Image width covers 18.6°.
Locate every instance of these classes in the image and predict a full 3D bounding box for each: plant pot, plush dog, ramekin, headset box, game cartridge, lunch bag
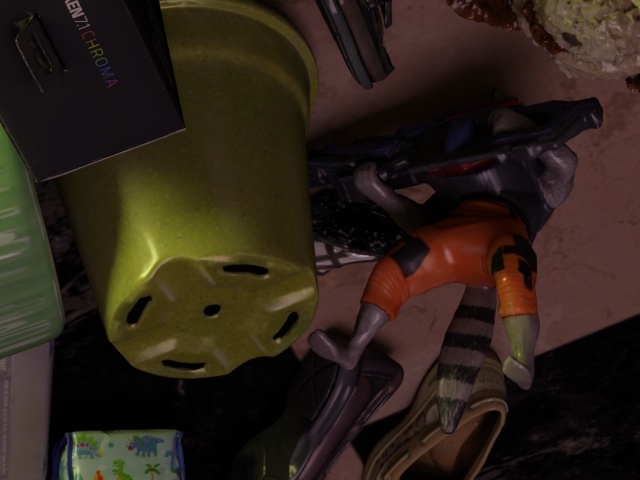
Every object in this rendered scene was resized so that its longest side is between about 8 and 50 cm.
[{"bbox_3d":[-0.112,-0.031,1.690,0.276,0.254,0.276,-10,143,-7],"label":"plant pot"},{"bbox_3d":[0.229,-0.222,1.561,0.262,0.210,0.225,27,143,7],"label":"plush dog"},{"bbox_3d":[-0.319,-0.031,1.653,0.148,0.303,0.303,-15,133,-10],"label":"ramekin"},{"bbox_3d":[-0.216,-0.222,1.508,0.131,0.283,0.246,-20,133,4],"label":"headset box"},{"bbox_3d":[-0.385,0.154,1.960,0.230,0.068,0.355,-3,132,-16],"label":"game cartridge"},{"bbox_3d":[-0.215,0.250,2.062,0.129,0.096,0.151,1,160,-14],"label":"lunch bag"}]

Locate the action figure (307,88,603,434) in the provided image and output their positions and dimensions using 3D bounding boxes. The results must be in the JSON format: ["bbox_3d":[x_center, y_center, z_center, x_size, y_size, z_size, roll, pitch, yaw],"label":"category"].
[{"bbox_3d":[0.105,-0.004,1.789,0.341,0.330,0.178,-4,135,34],"label":"action figure"}]

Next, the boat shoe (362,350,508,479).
[{"bbox_3d":[0.122,0.242,2.134,0.105,0.089,0.285,7,130,-19],"label":"boat shoe"}]

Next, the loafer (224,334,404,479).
[{"bbox_3d":[-0.013,0.232,2.087,0.095,0.109,0.302,14,124,-29],"label":"loafer"}]

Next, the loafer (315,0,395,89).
[{"bbox_3d":[0.024,-0.244,1.677,0.084,0.096,0.267,-26,130,2],"label":"loafer"}]

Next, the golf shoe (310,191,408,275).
[{"bbox_3d":[0.000,0.000,1.911,0.198,0.077,0.094,5,144,-12],"label":"golf shoe"}]
